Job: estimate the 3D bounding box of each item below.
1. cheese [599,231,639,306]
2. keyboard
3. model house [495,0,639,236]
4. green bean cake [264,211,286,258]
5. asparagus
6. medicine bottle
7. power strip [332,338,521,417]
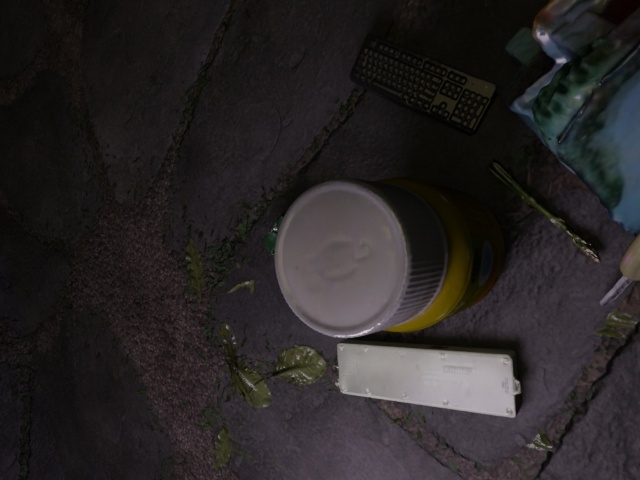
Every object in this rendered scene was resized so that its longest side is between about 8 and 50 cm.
[{"bbox_3d":[0.433,0.033,0.626,0.037,0.097,0.192,56,158,35],"label":"cheese"},{"bbox_3d":[0.140,-0.317,0.872,0.381,0.041,0.103,34,109,28],"label":"keyboard"},{"bbox_3d":[0.408,-0.271,0.587,0.360,0.297,0.339,-44,37,27],"label":"model house"},{"bbox_3d":[0.000,0.000,0.935,0.208,0.107,0.193,46,115,26],"label":"green bean cake"},{"bbox_3d":[0.358,-0.050,0.745,0.023,0.022,0.233,-32,64,-17],"label":"asparagus"},{"bbox_3d":[0.122,0.019,0.686,0.224,0.384,0.224,0,90,33],"label":"medicine bottle"},{"bbox_3d":[0.178,0.246,0.857,0.367,0.043,0.106,-4,89,33],"label":"power strip"}]
